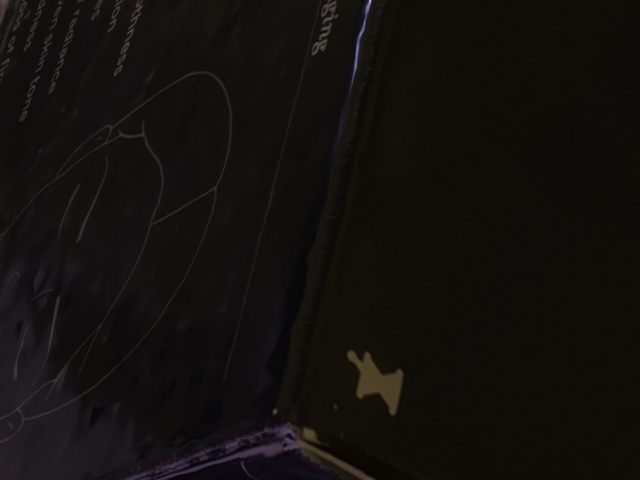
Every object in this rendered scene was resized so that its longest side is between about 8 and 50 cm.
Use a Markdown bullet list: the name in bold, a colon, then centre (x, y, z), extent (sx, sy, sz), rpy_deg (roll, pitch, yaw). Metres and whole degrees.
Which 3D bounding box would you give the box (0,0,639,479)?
- **box**: centre (0.000, 0.000, 1.004), extent (0.297, 0.472, 0.479), rpy_deg (29, -123, -26)
